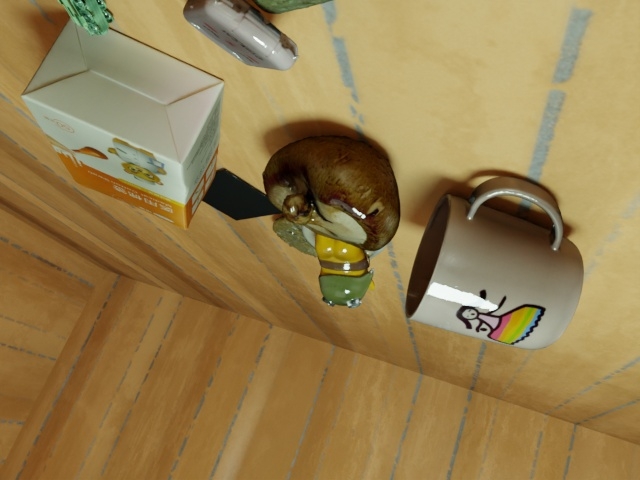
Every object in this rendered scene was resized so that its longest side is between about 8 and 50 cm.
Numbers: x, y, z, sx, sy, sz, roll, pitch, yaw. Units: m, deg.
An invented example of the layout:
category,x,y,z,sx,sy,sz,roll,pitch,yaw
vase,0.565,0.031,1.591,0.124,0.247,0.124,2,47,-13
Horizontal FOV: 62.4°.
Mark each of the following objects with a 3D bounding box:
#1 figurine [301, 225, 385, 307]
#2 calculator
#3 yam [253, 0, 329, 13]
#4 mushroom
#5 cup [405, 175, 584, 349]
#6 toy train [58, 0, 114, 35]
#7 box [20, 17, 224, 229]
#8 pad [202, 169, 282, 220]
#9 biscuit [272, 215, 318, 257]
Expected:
category,x,y,z,sx,sy,sz,roll,pitch,yaw
figurine,0.029,0.035,0.987,0.166,0.141,0.250,4,152,22
calculator,-0.085,-0.213,0.539,0.100,0.032,0.175,31,-176,-30
yam,0.011,-0.228,0.425,0.169,0.068,0.068,14,162,46
mushroom,0.025,-0.073,0.772,0.231,0.138,0.194,19,179,43
cup,0.255,0.028,0.748,0.200,0.191,0.253,17,129,2
toy train,-0.288,-0.286,0.640,0.053,0.033,0.083,24,163,8
box,-0.286,-0.157,0.837,0.225,0.143,0.341,24,163,-7
pad,-0.191,-0.090,1.136,0.170,0.006,0.245,32,159,-30
biscuit,0.000,-0.001,1.139,0.220,0.033,0.220,17,160,6
